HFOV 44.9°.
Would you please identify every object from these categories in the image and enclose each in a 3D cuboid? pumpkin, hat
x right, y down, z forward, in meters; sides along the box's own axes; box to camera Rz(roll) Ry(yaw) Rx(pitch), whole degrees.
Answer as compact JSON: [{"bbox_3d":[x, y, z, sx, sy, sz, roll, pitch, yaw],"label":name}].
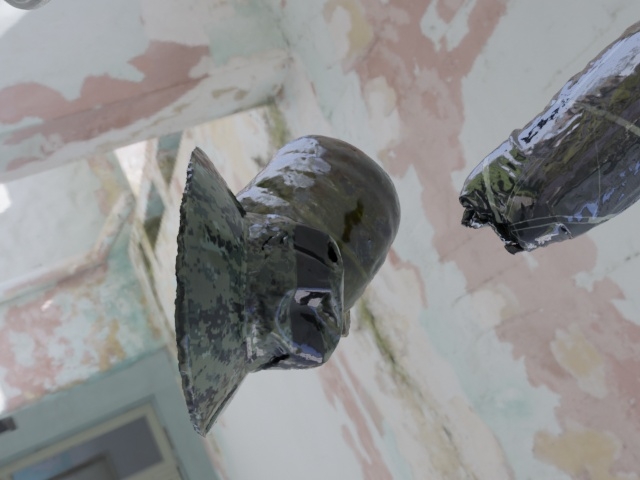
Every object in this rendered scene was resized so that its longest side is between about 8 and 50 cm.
[{"bbox_3d":[0.000,0.000,0.968,0.242,0.232,0.325,52,17,-14],"label":"pumpkin"},{"bbox_3d":[-0.046,0.045,0.670,0.265,0.129,0.265,-178,-90,-86],"label":"hat"}]

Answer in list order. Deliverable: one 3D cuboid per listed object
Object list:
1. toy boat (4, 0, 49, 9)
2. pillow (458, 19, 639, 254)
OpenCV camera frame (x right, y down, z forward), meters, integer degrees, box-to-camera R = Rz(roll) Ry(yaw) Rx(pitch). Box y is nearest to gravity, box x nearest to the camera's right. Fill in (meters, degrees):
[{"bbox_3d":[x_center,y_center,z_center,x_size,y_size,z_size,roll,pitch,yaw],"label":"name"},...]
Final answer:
[{"bbox_3d":[-0.406,-0.463,1.055,0.141,0.141,0.269,4,-94,66],"label":"toy boat"},{"bbox_3d":[0.279,-0.117,0.756,0.092,0.335,0.161,48,-3,-36],"label":"pillow"}]
